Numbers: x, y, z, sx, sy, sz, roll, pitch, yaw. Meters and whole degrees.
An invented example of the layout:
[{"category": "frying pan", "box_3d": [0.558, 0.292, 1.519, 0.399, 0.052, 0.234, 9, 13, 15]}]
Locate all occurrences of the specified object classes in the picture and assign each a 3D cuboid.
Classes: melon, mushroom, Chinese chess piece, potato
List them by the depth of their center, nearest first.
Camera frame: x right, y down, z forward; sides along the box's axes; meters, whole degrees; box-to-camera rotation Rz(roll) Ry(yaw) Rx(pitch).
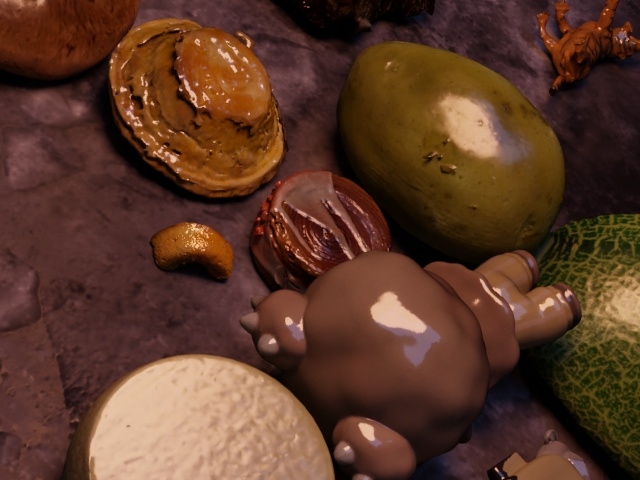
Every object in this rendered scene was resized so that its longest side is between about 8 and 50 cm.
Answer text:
[{"category": "Chinese chess piece", "box_3d": [-0.110, 0.226, 1.324, 0.250, 0.101, 0.250, 12, 55, -18]}, {"category": "mushroom", "box_3d": [-0.324, -0.308, 1.626, 0.278, 0.146, 0.278, 13, 68, -35]}, {"category": "melon", "box_3d": [0.390, 0.127, 1.700, 0.344, 0.226, 0.331, 29, 86, -11]}, {"category": "potato", "box_3d": [0.153, -0.105, 1.713, 0.304, 0.215, 0.216, 43, 43, 21]}]

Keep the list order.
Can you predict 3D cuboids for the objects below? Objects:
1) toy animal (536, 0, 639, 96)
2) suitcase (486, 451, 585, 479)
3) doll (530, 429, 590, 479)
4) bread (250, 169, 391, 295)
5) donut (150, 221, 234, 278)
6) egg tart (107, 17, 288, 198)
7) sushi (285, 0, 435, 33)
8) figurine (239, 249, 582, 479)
[{"category": "toy animal", "box_3d": [0.363, -0.264, 2.079, 0.255, 0.114, 0.116, -46, 128, -42]}, {"category": "suitcase", "box_3d": [0.168, 0.401, 1.310, 0.352, 0.194, 0.339, -26, 77, -42]}, {"category": "doll", "box_3d": [0.263, 0.290, 1.550, 0.094, 0.079, 0.180, 6, 63, -47]}, {"category": "bread", "box_3d": [0.000, 0.000, 1.626, 0.161, 0.073, 0.160, 15, 51, -19]}, {"category": "donut", "box_3d": [-0.133, 0.018, 1.559, 0.083, 0.067, 0.038, 47, 25, -38]}, {"category": "egg tart", "box_3d": [-0.129, -0.163, 1.657, 0.241, 0.106, 0.241, 20, 50, -26]}, {"category": "sushi", "box_3d": [0.076, -0.414, 1.934, 0.234, 0.207, 0.348, 33, 41, 6]}, {"category": "figurine", "box_3d": [0.113, 0.107, 1.510, 0.381, 0.203, 0.248, -20, 70, -41]}]
